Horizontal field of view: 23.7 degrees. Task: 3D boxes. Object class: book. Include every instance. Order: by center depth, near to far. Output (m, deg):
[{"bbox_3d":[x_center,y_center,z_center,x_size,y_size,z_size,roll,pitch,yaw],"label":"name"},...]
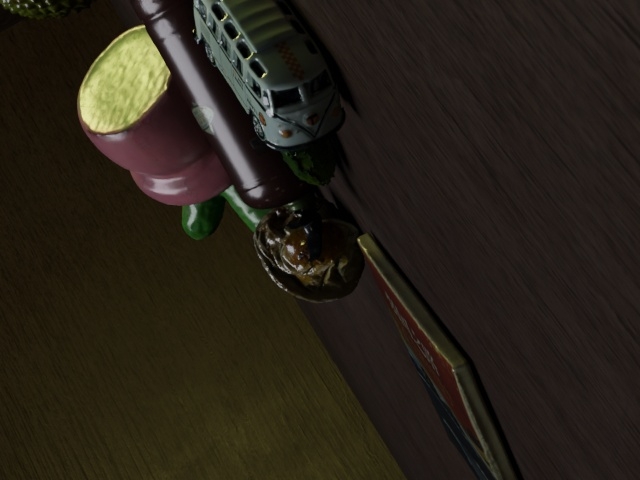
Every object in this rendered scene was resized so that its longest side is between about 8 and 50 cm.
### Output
[{"bbox_3d":[0.158,0.190,1.760,0.374,0.028,0.262,63,176,-39],"label":"book"}]

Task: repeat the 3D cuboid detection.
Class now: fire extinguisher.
[{"bbox_3d":[-0.079,-0.140,1.663,0.337,0.114,0.135,60,-161,-11],"label":"fire extinguisher"}]

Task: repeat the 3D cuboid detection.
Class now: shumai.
[{"bbox_3d":[0.001,0.004,1.870,0.145,0.145,0.116,59,153,12],"label":"shumai"}]

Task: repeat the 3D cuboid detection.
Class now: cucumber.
[{"bbox_3d":[-0.033,-0.135,1.565,0.227,0.069,0.069,61,175,-39],"label":"cucumber"}]

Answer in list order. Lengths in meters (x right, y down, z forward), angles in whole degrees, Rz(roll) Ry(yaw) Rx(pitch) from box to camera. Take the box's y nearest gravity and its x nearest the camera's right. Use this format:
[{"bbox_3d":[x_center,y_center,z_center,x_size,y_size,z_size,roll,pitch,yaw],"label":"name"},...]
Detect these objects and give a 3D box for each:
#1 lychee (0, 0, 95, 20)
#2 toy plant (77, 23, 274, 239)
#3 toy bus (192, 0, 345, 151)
[{"bbox_3d":[-0.452,-0.499,2.514,0.270,0.270,0.320,62,179,-23],"label":"lychee"},{"bbox_3d":[-0.141,-0.114,2.010,0.356,0.210,0.317,47,-176,-47],"label":"toy plant"},{"bbox_3d":[-0.049,-0.172,1.402,0.194,0.087,0.089,58,165,35],"label":"toy bus"}]
